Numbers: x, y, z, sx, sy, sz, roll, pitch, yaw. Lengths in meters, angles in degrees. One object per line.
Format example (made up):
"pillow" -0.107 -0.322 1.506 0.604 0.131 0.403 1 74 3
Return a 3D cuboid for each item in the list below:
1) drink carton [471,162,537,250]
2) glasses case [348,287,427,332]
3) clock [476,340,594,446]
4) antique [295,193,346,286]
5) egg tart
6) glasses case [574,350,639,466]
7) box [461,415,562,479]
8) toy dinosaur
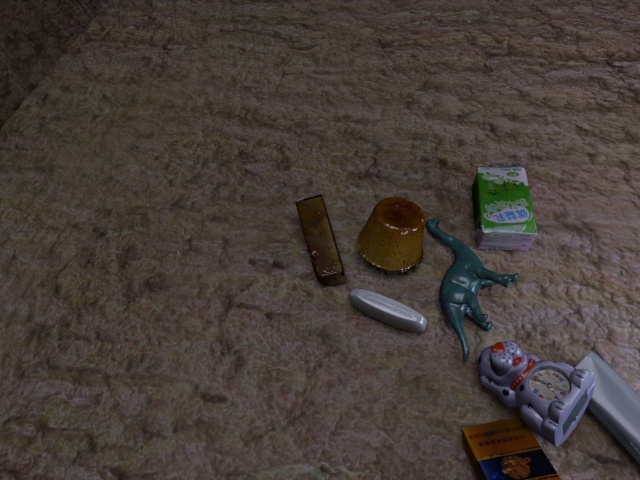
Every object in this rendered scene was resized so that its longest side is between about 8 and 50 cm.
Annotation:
"drink carton" 0.567 -0.107 1.380 0.161 0.108 0.271 2 57 9
"glasses case" 0.188 0.199 1.242 0.233 0.092 0.059 21 64 21
"clock" 0.494 0.338 1.062 0.189 0.189 0.254 -41 44 -18
"antique" 0.000 0.000 1.398 0.093 0.087 0.310 -16 57 -1
"egg tart" 0.222 -0.020 1.331 0.215 0.171 0.215 3 47 -4
"glasses case" 0.722 0.421 1.035 0.128 0.083 0.308 -33 59 -7
"box" 0.425 0.511 0.959 0.152 0.070 0.237 -11 27 -1
"toy dinosaur" 0.368 0.117 1.283 0.330 0.129 0.383 26 65 34
